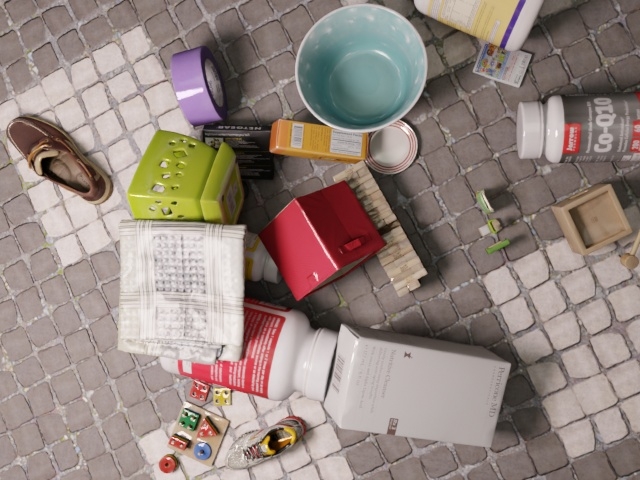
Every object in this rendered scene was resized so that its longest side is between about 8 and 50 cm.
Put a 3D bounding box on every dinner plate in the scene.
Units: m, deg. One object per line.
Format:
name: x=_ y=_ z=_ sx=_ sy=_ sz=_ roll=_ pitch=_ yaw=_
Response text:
dinner plate: x=0.175 y=-0.238 z=1.810 sx=0.141 sy=0.017 sz=0.141 roll=0 pitch=89 yaw=8

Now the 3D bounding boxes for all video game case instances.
video game case: x=0.450 y=-0.439 z=1.771 sx=0.122 sy=0.011 sz=0.087 roll=21 pitch=93 yaw=8

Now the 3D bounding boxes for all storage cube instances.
storage cube: x=0.000 y=0.000 z=1.712 sx=0.215 sy=0.183 sz=0.193 roll=-39 pitch=79 yaw=47

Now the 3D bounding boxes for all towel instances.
towel: x=-0.318 y=0.117 z=1.617 sx=0.312 sy=0.056 sz=0.325 roll=3 pitch=98 yaw=10

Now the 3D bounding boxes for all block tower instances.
block tower: x=0.154 y=-0.031 z=1.774 sx=0.090 sy=0.097 sz=0.336 roll=-29 pitch=87 yaw=7

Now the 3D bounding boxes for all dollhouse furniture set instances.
dollhouse furniture set: x=0.401 y=-0.046 z=1.743 sx=0.058 sy=0.076 sz=0.152 roll=-27 pitch=86 yaw=7

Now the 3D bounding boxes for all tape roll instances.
tape roll: x=-0.303 y=-0.388 z=1.799 sx=0.080 sy=0.189 sz=0.189 roll=-13 pitch=88 yaw=8

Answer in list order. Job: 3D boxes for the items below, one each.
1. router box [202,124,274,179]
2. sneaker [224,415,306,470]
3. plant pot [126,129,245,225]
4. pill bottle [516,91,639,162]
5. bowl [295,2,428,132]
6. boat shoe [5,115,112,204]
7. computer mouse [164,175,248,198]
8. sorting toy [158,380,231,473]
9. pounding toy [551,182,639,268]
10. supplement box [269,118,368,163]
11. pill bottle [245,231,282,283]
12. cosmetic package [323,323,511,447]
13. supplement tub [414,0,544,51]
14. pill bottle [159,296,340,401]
router box: x=-0.207 y=-0.223 z=1.813 sx=0.178 sy=0.046 sz=0.133 roll=1 pitch=117 yaw=-2
sneaker: x=-0.148 y=0.517 z=1.815 sx=0.225 sy=0.092 sz=0.088 roll=-31 pitch=85 yaw=8
plant pot: x=-0.307 y=-0.106 z=1.714 sx=0.207 sy=0.228 sz=0.227 roll=6 pitch=52 yaw=9
pill bottle: x=0.611 y=-0.261 z=1.669 sx=0.283 sy=0.161 sz=0.161 roll=-1 pitch=89 yaw=9
bowl: x=0.103 y=-0.398 z=1.743 sx=0.311 sy=0.163 sz=0.312 roll=-1 pitch=86 yaw=7
boat shoe: x=-0.711 y=-0.220 z=1.894 sx=0.342 sy=0.123 sz=0.123 roll=41 pitch=95 yaw=7
computer mouse: x=-0.299 y=-0.141 z=1.878 sx=0.242 sy=0.041 sz=0.071 roll=9 pitch=103 yaw=14
sorting toy: x=-0.322 y=0.500 z=1.866 sx=0.132 sy=0.046 sz=0.275 roll=22 pitch=92 yaw=8
pounding toy: x=0.682 y=-0.029 z=1.696 sx=0.181 sy=0.094 sz=0.206 roll=-27 pitch=95 yaw=3
supplement box: x=-0.003 y=-0.242 z=1.764 sx=0.233 sy=0.078 sz=0.080 roll=8 pitch=86 yaw=-17
pill bottle: x=-0.194 y=0.036 z=1.814 sx=0.208 sy=0.119 sz=0.119 roll=15 pitch=92 yaw=9
cosmetic package: x=0.222 y=0.336 z=1.661 sx=0.384 sy=0.156 sz=0.217 roll=10 pitch=94 yaw=-14
supplement tub: x=0.365 y=-0.611 z=1.670 sx=0.331 sy=0.241 sz=0.241 roll=26 pitch=93 yaw=8
pill bottle: x=-0.166 y=0.260 z=1.751 sx=0.407 sy=0.229 sz=0.229 roll=13 pitch=91 yaw=9
